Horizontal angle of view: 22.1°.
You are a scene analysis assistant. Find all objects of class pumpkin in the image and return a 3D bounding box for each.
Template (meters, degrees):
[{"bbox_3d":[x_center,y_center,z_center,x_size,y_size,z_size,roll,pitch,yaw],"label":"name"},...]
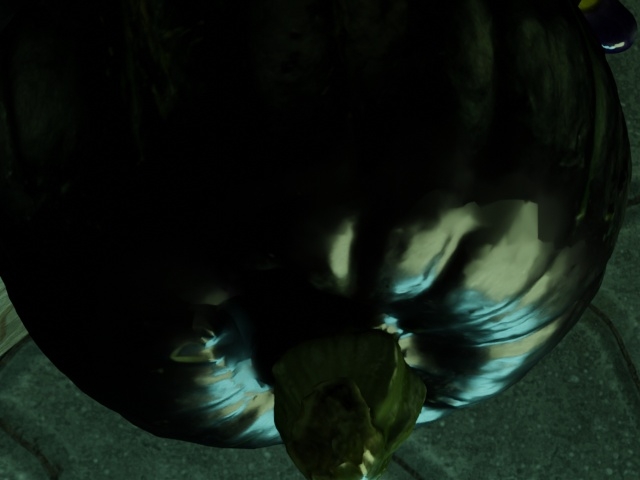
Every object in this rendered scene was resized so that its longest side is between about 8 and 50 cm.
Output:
[{"bbox_3d":[0.000,0.000,0.734,0.296,0.296,0.296,-40,-179,1],"label":"pumpkin"}]

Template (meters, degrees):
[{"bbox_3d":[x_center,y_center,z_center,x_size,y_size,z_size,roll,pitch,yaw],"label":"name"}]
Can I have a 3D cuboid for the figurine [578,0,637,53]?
[{"bbox_3d":[0.226,-0.297,1.072,0.154,0.193,0.421,-42,173,-31],"label":"figurine"}]

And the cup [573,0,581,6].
[{"bbox_3d":[0.032,-0.144,0.925,0.239,0.166,0.177,-41,177,23],"label":"cup"}]
